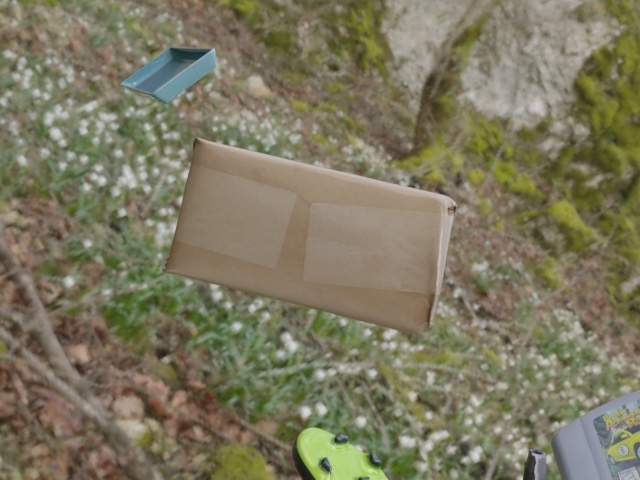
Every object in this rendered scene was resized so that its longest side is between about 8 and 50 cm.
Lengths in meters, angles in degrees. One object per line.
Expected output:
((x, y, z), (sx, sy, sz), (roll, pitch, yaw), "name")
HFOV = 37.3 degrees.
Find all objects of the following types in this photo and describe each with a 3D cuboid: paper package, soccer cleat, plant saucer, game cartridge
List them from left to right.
((-0.141, -0.153, 0.873), (0.018, 0.067, 0.192), (55, -9, -20), "plant saucer")
((0.000, 0.000, 1.221), (0.309, 0.324, 0.168), (21, 82, -83), "paper package")
((0.037, 0.200, 0.619), (0.179, 0.072, 0.060), (46, 32, -2), "soccer cleat")
((0.512, 0.325, 1.462), (0.060, 0.294, 0.196), (56, 18, -35), "game cartridge")

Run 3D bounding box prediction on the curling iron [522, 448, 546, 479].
((0.178, 0.320, 0.884), (0.068, 0.035, 0.274), (35, -55, 58), "curling iron")
